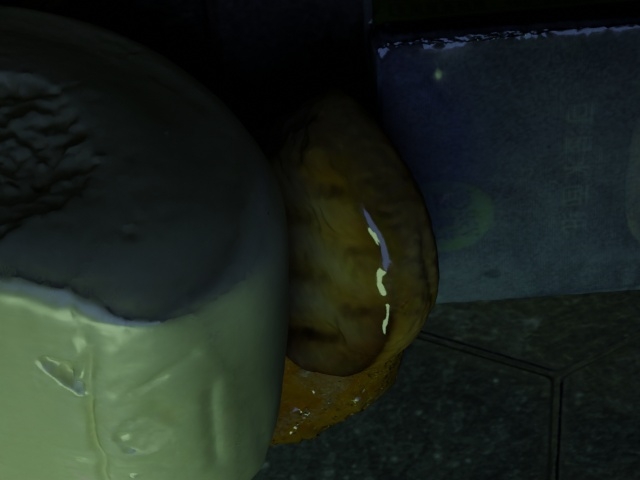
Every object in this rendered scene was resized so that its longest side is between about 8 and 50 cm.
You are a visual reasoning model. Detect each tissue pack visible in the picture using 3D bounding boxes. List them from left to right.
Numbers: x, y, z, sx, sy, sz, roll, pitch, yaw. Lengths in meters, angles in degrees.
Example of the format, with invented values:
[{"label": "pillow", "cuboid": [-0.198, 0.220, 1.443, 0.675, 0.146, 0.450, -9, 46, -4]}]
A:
[{"label": "tissue pack", "cuboid": [0.233, -0.093, 1.484, 0.394, 0.124, 0.288, -5, 132, -3]}]

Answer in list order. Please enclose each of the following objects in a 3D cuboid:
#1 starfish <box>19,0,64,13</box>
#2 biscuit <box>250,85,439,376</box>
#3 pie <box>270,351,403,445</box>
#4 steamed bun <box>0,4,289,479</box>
[{"label": "starfish", "cuboid": [-0.204, -0.280, 1.287, 0.357, 0.078, 0.347, -9, 149, 18]}, {"label": "biscuit", "cuboid": [0.001, -0.001, 1.450, 0.274, 0.091, 0.213, -16, 103, 58]}, {"label": "pie", "cuboid": [-0.053, 0.093, 1.653, 0.273, 0.069, 0.273, -6, 130, -7]}, {"label": "steamed bun", "cuboid": [-0.243, 0.019, 1.409, 0.455, 0.290, 0.371, 11, 141, 5]}]
